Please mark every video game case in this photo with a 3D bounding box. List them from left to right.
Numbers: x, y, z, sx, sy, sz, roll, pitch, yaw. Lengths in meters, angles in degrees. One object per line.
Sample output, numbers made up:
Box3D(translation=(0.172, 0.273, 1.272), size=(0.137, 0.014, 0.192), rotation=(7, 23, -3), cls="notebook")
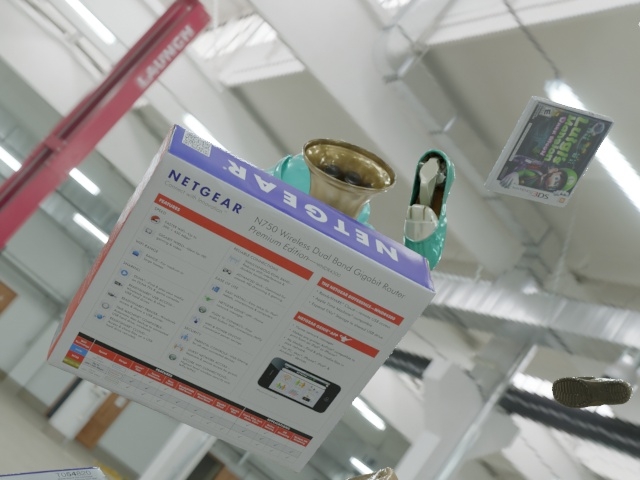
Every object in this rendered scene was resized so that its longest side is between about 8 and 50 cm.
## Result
Box3D(translation=(0.410, -0.155, 1.656), size=(0.173, 0.190, 0.022), rotation=(11, 32, -22), cls="video game case")

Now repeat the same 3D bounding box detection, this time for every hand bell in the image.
Box3D(translation=(0.000, 0.000, 1.220), size=(0.126, 0.126, 0.242), rotation=(33, -59, 20), cls="hand bell")

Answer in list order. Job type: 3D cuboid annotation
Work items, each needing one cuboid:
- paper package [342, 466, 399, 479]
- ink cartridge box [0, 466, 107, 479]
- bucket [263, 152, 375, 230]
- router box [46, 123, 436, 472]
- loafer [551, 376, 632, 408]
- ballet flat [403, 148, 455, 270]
Box3D(translation=(0.101, 0.645, 1.727), size=(0.325, 0.168, 0.309), rotation=(63, 22, -2), cls="paper package")
Box3D(translation=(-0.334, 0.361, 1.119), size=(0.223, 0.045, 0.224), rotation=(4, 19, -35), cls="ink cartridge box")
Box3D(translation=(-0.050, -0.013, 1.684), size=(0.281, 0.183, 0.281), rotation=(33, -46, 42), cls="bucket")
Box3D(translation=(-0.090, 0.080, 1.051), size=(0.335, 0.301, 0.082), rotation=(28, 23, -16), cls="router box")
Box3D(translation=(0.474, 0.265, 1.603), size=(0.148, 0.056, 0.050), rotation=(-3, -8, 42), cls="loafer")
Box3D(translation=(0.192, -0.064, 1.701), size=(0.083, 0.247, 0.087), rotation=(-1, -29, 28), cls="ballet flat")
